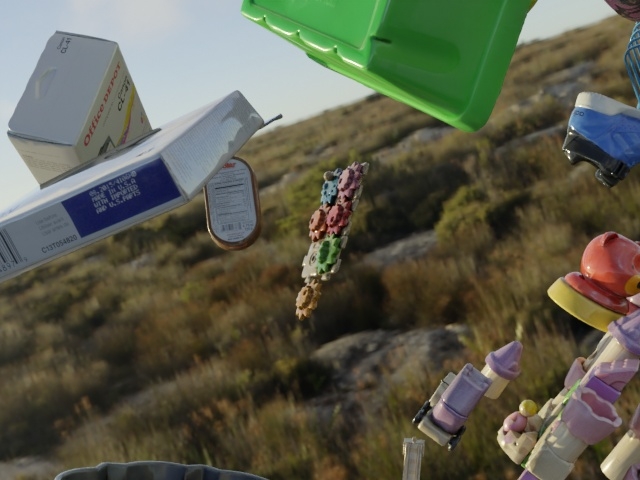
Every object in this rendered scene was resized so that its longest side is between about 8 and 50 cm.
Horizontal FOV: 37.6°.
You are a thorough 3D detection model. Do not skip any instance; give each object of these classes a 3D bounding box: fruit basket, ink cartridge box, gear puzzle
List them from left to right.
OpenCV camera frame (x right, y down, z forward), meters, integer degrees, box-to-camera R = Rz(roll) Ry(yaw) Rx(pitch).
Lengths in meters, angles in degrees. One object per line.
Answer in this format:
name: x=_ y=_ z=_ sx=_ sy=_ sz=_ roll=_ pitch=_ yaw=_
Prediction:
ink cartridge box: x=-0.414 y=-0.185 z=1.679 sx=0.131 sy=0.226 sz=0.306 roll=11 pitch=-25 yaw=8
ink cartridge box: x=-0.161 y=-0.050 z=0.756 sx=0.223 sy=0.045 sz=0.224 roll=-21 pitch=15 yaw=22
gear puzzle: x=0.000 y=0.000 z=1.911 sx=0.044 sy=0.338 sz=0.175 roll=23 pitch=-16 yaw=-22
fruit basket: x=0.142 y=-0.311 z=1.169 sx=0.392 sy=0.282 sz=0.392 roll=16 pitch=16 yaw=-5

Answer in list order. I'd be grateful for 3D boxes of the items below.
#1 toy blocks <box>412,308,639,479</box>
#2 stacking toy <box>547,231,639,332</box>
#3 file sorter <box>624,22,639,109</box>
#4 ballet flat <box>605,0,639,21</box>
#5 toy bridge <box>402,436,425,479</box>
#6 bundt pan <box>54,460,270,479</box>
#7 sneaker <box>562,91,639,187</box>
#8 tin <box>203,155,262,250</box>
toy blocks: x=0.343 y=0.189 z=1.228 sx=0.260 sy=0.309 sz=0.288 roll=-60 pitch=-12 yaw=22
stacking toy: x=0.525 y=0.103 z=1.383 sx=0.309 sy=0.130 sz=0.279 roll=10 pitch=22 yaw=-47
file sorter: x=0.536 y=-0.286 z=1.430 sx=0.118 sy=0.104 sz=0.170 roll=-15 pitch=22 yaw=32
ballet flat: x=0.364 y=-0.379 z=1.246 sx=0.077 sy=0.221 sz=0.079 roll=-41 pitch=-24 yaw=8
toy bridge: x=0.097 y=0.313 z=1.046 sx=0.026 sy=0.188 sz=0.063 roll=4 pitch=-1 yaw=8
bundt pan: x=-0.145 y=0.344 z=1.013 sx=0.331 sy=0.124 sz=0.331 roll=8 pitch=2 yaw=0
sneaker: x=0.320 y=-0.087 z=0.946 sx=0.152 sy=0.084 sz=0.058 roll=20 pitch=4 yaw=6
tin: x=-0.171 y=-0.074 z=1.831 sx=0.106 sy=0.189 sz=0.040 roll=-8 pitch=-17 yaw=-1
